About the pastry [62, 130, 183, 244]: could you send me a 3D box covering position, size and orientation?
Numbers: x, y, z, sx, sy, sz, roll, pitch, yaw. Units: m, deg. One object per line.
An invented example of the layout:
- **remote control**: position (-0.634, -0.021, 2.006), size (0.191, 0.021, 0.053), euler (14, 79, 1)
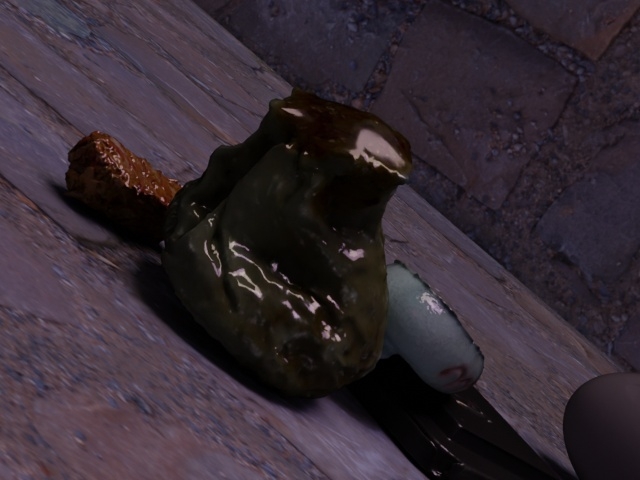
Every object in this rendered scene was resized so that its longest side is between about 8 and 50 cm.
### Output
- **pastry**: position (-0.167, -0.039, 1.673), size (0.169, 0.063, 0.087), euler (37, 18, -53)

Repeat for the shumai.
- **shumai**: position (0.000, 0.000, 1.595), size (0.225, 0.222, 0.260), euler (53, 5, 16)

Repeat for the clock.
- **clock**: position (0.121, 0.168, 1.859), size (0.279, 0.049, 0.273), euler (31, 11, -47)

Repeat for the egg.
- **egg**: position (0.380, 0.245, 2.162), size (0.232, 0.176, 0.176), euler (31, 6, 12)

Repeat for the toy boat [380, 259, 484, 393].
- **toy boat**: position (0.085, 0.089, 1.744), size (0.134, 0.079, 0.208), euler (50, -1, 12)
